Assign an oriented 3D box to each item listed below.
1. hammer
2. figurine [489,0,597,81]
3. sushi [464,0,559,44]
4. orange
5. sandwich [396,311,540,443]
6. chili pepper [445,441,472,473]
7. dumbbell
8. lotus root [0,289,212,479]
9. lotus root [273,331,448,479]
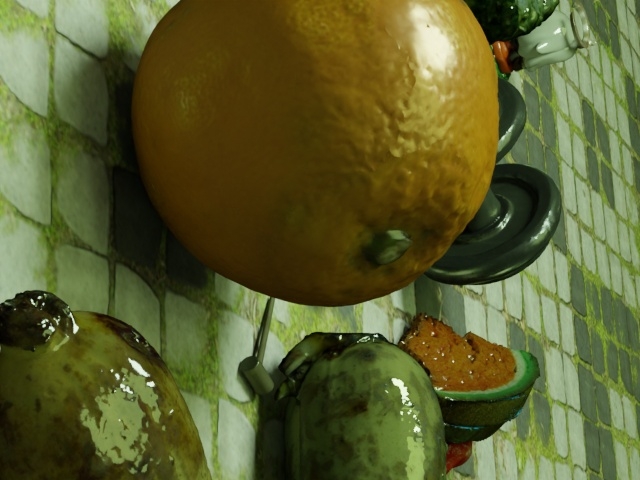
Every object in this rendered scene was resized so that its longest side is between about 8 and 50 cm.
[{"bbox_3d":[-0.053,0.092,1.541,0.110,0.019,0.035,-82,151,-48],"label":"hammer"},{"bbox_3d":[0.302,-0.286,2.330,0.132,0.154,0.132,-11,90,-67],"label":"figurine"},{"bbox_3d":[0.164,-0.378,2.026,0.352,0.178,0.294,-42,117,-65],"label":"sushi"},{"bbox_3d":[0.000,-0.095,1.368,0.312,0.312,0.312,-10,90,-67],"label":"orange"},{"bbox_3d":[0.148,0.162,1.843,0.079,0.159,0.235,-62,174,22],"label":"sandwich"},{"bbox_3d":[0.125,0.237,1.840,0.191,0.050,0.059,-15,132,-56],"label":"chili pepper"},{"bbox_3d":[0.162,-0.070,1.880,0.192,0.192,0.290,-74,145,-46],"label":"dumbbell"},{"bbox_3d":[-0.155,0.142,1.141,0.145,0.129,0.260,-53,128,-47],"label":"lotus root"},{"bbox_3d":[0.034,0.234,1.511,0.173,0.173,0.309,38,49,-57],"label":"lotus root"}]
